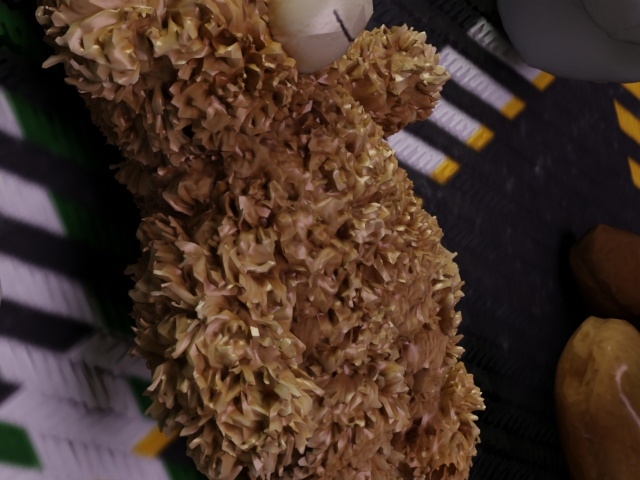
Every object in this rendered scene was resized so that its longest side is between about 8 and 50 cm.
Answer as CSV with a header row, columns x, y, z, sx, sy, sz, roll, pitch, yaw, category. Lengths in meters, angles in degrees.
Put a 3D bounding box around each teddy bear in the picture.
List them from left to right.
x,y,z,sx,sy,sz,roll,pitch,yaw,category
0.000,0.000,0.560,0.245,0.113,0.338,-25,109,-51,teddy bear

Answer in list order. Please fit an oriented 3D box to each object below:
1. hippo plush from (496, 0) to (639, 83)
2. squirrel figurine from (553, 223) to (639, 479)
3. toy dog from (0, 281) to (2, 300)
x,y,z,sx,sy,sz,roll,pitch,yaw,category
0.227,-0.179,0.738,0.234,0.294,0.236,33,70,-22,hippo plush
0.244,0.217,0.723,0.370,0.281,0.397,-55,134,-42,squirrel figurine
-0.212,0.088,0.254,0.220,0.161,0.334,19,84,-23,toy dog
